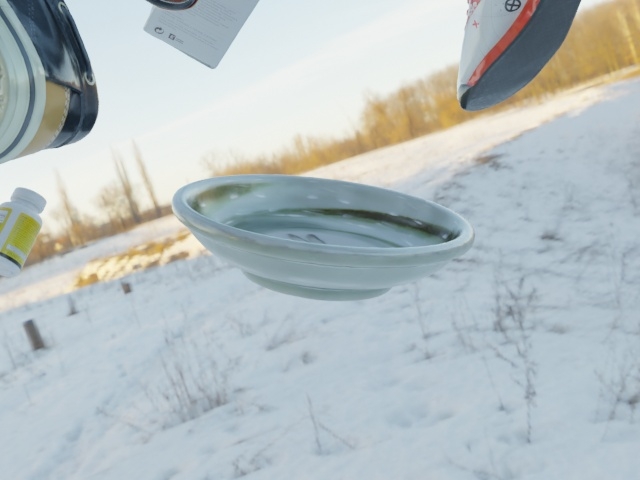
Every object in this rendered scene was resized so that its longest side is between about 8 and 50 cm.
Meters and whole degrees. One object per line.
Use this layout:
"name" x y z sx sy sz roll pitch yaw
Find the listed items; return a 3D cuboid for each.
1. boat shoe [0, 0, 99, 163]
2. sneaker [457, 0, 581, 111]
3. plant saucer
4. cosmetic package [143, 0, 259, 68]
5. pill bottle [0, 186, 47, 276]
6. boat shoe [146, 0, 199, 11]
"boat shoe" -0.382 -0.288 0.820 0.187 0.500 0.156 -38 -14 23
"sneaker" 0.175 -0.258 0.768 0.090 0.145 0.270 -17 -26 -23
"plant saucer" 0.000 0.000 1.084 0.400 0.100 0.400 7 15 -2
"cosmetic package" -0.143 -0.505 1.362 0.385 0.156 0.217 -39 31 49
"pill bottle" -0.426 -0.013 1.119 0.065 0.116 0.065 15 -25 7
"boat shoe" -0.197 -0.298 0.896 0.049 0.137 0.043 -60 -9 -3
